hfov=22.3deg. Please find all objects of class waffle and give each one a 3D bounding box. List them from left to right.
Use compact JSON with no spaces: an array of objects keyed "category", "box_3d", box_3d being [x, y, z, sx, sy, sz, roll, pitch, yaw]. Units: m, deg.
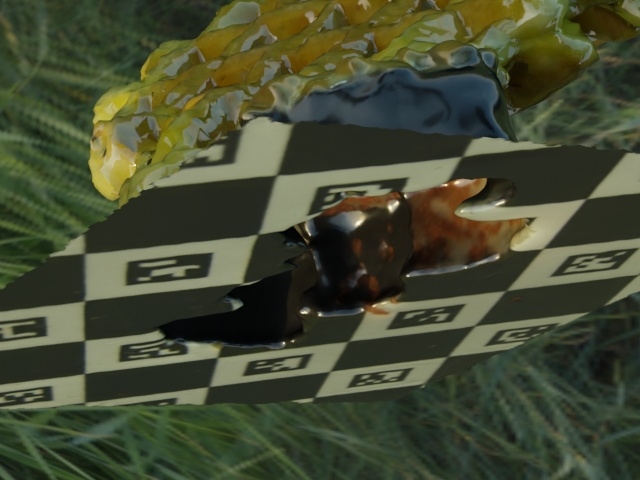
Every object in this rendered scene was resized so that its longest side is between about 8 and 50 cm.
[{"category":"waffle","box_3d":[0.034,-0.099,0.735,0.302,0.325,0.068,-27,112,-1]}]

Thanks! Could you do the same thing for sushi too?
[{"category":"sushi","box_3d":[0.000,0.000,0.561,0.264,0.290,0.050,2,69,-34]}]
